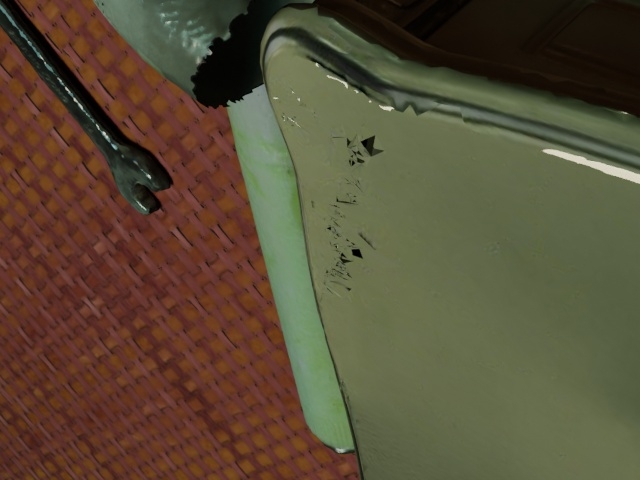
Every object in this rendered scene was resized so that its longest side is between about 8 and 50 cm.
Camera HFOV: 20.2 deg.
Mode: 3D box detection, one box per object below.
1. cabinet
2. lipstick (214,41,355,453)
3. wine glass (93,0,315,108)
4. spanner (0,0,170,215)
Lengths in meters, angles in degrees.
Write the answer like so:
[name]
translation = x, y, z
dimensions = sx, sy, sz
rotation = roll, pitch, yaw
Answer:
[cabinet]
translation = 0.203, -0.026, 0.556
dimensions = 0.290, 0.318, 0.227
rotation = 24, 143, 35
[lipstick]
translation = 0.000, 0.000, 1.061
dimensions = 0.076, 0.076, 0.304
rotation = 21, 140, 37
[wine glass]
translation = -0.186, -0.142, 0.961
dimensions = 0.309, 0.264, 0.096
rotation = 47, -166, 16
[spanner]
translation = -0.188, -0.121, 1.214
dimensions = 0.254, 0.015, 0.054
rotation = 51, 150, -5
